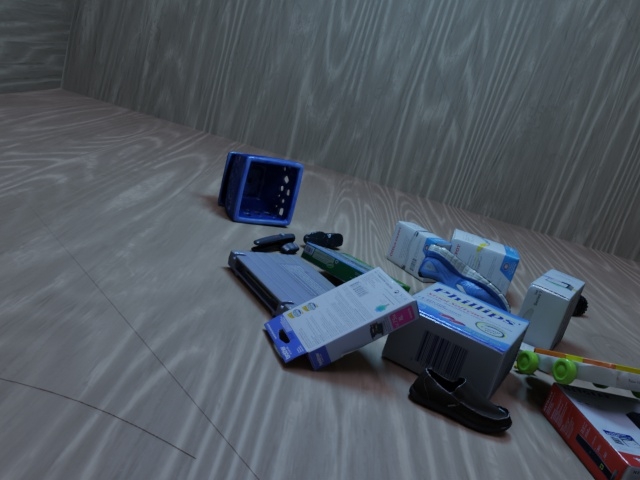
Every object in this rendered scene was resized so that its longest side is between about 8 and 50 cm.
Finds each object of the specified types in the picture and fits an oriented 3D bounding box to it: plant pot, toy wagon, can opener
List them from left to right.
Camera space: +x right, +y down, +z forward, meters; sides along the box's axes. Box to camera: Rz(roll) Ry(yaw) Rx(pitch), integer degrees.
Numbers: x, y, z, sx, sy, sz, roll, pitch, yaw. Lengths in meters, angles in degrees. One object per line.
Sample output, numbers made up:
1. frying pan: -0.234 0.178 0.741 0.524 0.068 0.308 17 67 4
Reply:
1. plant pot: -0.228 -0.195 2.325 0.236 0.236 0.212 5 14 -34
2. can opener: -0.143 0.006 2.028 0.073 0.059 0.186 30 20 37
3. toy wagon: 0.600 0.307 1.546 0.267 0.068 0.344 15 -6 -23

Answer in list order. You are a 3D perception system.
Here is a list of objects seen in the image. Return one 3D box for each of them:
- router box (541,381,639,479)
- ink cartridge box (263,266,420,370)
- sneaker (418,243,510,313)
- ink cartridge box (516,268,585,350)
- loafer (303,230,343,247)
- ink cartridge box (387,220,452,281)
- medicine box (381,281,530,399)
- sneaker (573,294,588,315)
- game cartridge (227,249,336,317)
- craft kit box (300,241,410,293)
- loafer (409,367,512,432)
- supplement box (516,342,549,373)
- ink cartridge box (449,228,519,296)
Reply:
1. router box: 0.694 0.441 1.380 0.335 0.082 0.301 13 16 -13
2. ink cartridge box: 0.043 0.179 1.449 0.311 0.065 0.186 -23 28 -12
3. sneaker: 0.447 0.155 2.035 0.330 0.147 0.130 36 5 0
4. ink cartridge box: 0.665 0.213 1.900 0.117 0.201 0.278 25 18 26
5. loafer: 0.000 0.000 2.221 0.170 0.062 0.061 6 -3 -44
6. ink cartridge box: 0.340 0.037 2.256 0.086 0.148 0.203 4 21 -36
7. medicine box: 0.335 0.238 1.577 0.263 0.149 0.289 24 18 23
8. sneaker: 0.858 0.213 2.323 0.237 0.085 0.086 14 8 -21
9. game cartridge: -0.074 0.124 1.710 0.230 0.068 0.355 10 17 -35
10. craft kit box: 0.106 0.093 1.909 0.250 0.061 0.246 28 9 35
11. loafer: 0.298 0.331 1.352 0.220 0.078 0.080 19 16 8
12. supplement box: 0.583 0.318 1.762 0.098 0.036 0.062 22 17 18
13. ink cartridge box: 0.550 0.085 2.269 0.232 0.171 0.168 20 16 8
